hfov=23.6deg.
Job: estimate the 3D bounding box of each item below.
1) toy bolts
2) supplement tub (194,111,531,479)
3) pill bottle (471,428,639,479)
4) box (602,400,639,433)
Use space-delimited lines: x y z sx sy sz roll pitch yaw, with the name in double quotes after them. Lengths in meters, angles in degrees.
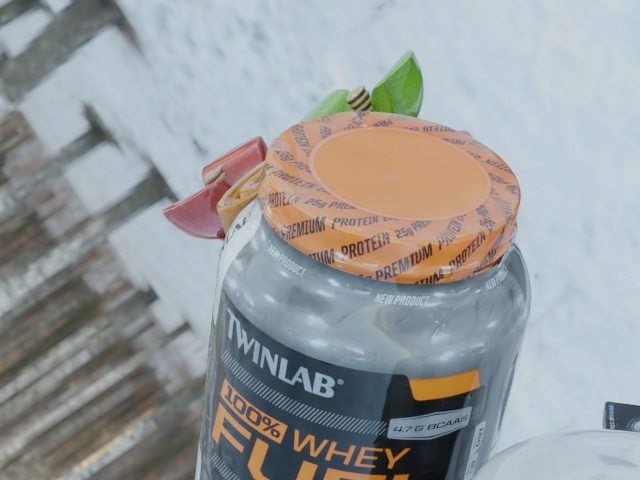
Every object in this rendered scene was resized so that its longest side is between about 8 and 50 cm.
0.000 0.000 1.141 0.228 0.218 0.158 -24 107 39 "toy bolts"
0.023 0.091 0.970 0.193 0.194 0.316 45 137 45 "supplement tub"
0.151 0.325 0.864 0.224 0.224 0.392 43 130 50 "pill bottle"
0.270 0.168 1.278 0.083 0.067 0.018 -72 -12 -60 "box"
